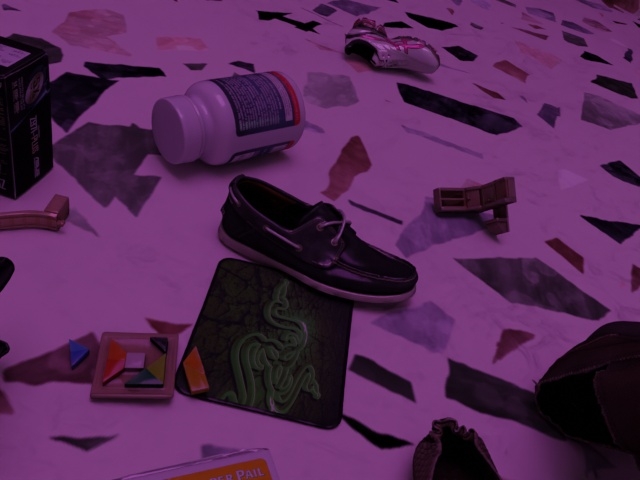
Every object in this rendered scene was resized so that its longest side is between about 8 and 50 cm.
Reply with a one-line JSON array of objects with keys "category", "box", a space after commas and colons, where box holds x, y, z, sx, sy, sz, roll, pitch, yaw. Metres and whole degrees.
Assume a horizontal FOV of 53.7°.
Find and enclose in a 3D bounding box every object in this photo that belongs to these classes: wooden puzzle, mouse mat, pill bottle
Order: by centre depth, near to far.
[{"category": "wooden puzzle", "box": [-0.157, 0.105, 0.544, 0.116, 0.014, 0.079, -2, 41, -15]}, {"category": "mouse mat", "box": [-0.045, 0.090, 0.617, 0.152, 0.007, 0.190, 14, 38, -3]}, {"category": "pill bottle", "box": [-0.118, -0.156, 0.816, 0.180, 0.108, 0.108, -20, 50, -39]}]

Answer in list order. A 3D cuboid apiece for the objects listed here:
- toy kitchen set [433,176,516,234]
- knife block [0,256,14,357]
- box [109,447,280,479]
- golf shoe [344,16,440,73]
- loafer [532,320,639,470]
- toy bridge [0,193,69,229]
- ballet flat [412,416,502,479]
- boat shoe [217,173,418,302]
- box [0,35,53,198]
[{"category": "toy kitchen set", "box": [0.204, -0.042, 0.832, 0.075, 0.083, 0.068, -1, 82, -21]}, {"category": "knife block", "box": [-0.266, 0.079, 0.367, 0.088, 0.276, 0.242, 9, 67, -9]}, {"category": "box", "box": [-0.054, 0.236, 0.340, 0.103, 0.114, 0.203, -5, 42, -23]}, {"category": "golf shoe", "box": [0.134, -0.352, 1.205, 0.186, 0.067, 0.086, 23, 64, 8]}, {"category": "loafer", "box": [0.286, 0.136, 0.474, 0.130, 0.366, 0.134, -24, 83, -12]}, {"category": "toy bridge", "box": [-0.356, -0.039, 0.647, 0.188, 0.026, 0.063, 14, 40, -4]}, {"category": "ballet flat", "box": [0.105, 0.187, 0.424, 0.084, 0.058, 0.250, 1, 10, 2]}, {"category": "boat shoe", "box": [0.000, 0.000, 0.687, 0.233, 0.079, 0.084, 23, 31, 7]}, {"category": "box", "box": [-0.389, -0.147, 0.672, 0.180, 0.148, 0.078, 17, 37, 3]}]
